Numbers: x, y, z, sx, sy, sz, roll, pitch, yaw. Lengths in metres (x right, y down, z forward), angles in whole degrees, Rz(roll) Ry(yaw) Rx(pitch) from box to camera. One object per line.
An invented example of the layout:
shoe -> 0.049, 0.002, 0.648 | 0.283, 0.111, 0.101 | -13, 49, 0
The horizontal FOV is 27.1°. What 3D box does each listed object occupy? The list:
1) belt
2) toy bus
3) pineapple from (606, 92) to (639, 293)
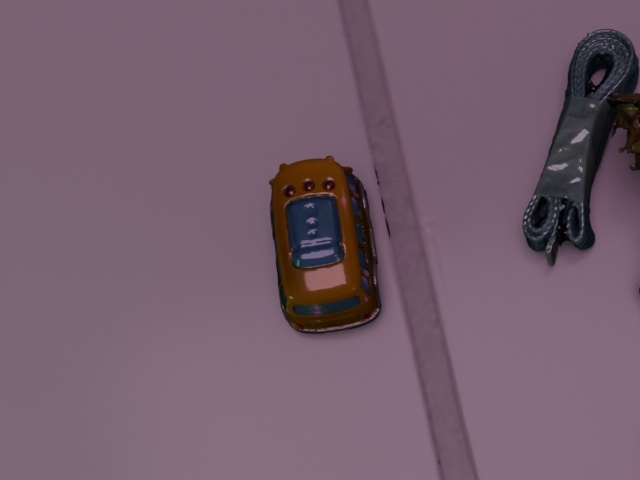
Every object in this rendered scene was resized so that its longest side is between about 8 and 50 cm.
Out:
belt -> 0.325, -0.116, 1.647 | 0.087, 0.072, 0.302 | 15, 78, 15
toy bus -> 0.000, 0.000, 1.633 | 0.126, 0.136, 0.209 | -9, 73, 6
pineapple -> 0.455, -0.031, 1.553 | 0.263, 0.262, 0.271 | 3, 99, 10
